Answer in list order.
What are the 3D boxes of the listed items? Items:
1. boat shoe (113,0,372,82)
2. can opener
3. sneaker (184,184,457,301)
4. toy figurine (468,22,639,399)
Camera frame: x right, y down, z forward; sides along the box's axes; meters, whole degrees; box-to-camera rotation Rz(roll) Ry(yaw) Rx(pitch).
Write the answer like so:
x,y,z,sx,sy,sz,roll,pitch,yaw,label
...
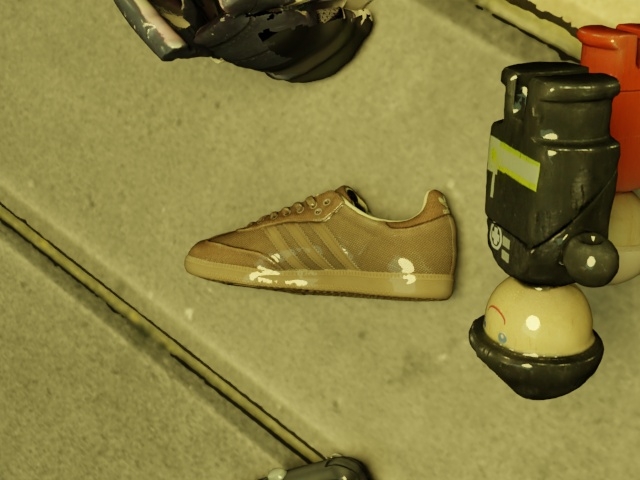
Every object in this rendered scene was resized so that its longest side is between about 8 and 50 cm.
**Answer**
x,y,z,sx,sy,sz,roll,pitch,yaw,label
-0.091,-0.254,0.577,0.127,0.158,0.341,-32,83,29,boat shoe
-0.037,0.192,0.684,0.186,0.073,0.059,-21,96,39,can opener
0.000,0.000,0.637,0.188,0.066,0.071,4,84,23,sneaker
0.185,-0.010,0.443,0.209,0.213,0.148,10,112,24,toy figurine
